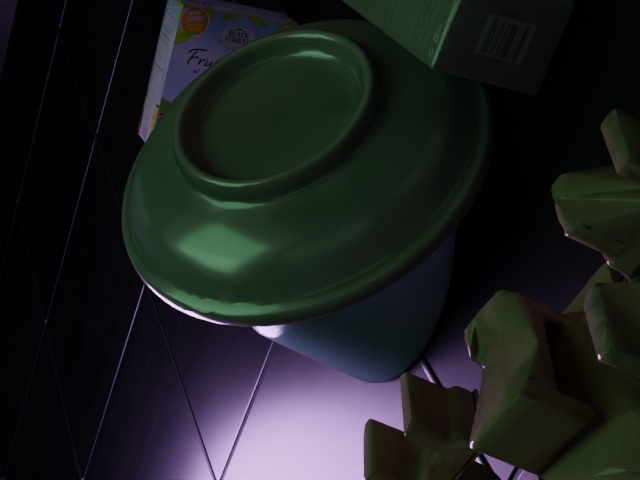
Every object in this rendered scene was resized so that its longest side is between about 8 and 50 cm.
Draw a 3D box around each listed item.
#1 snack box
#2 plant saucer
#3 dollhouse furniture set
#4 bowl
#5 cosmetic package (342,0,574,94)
[{"bbox_3d":[-0.141,-0.220,1.637,0.070,0.174,0.207,46,126,56],"label":"snack box"},{"bbox_3d":[-0.032,-0.103,1.193,0.100,0.400,0.400,61,-175,-47],"label":"plant saucer"},{"bbox_3d":[0.229,0.189,0.814,0.362,0.256,0.394,-56,18,31],"label":"dollhouse furniture set"},{"bbox_3d":[0.000,0.000,1.327,0.311,0.163,0.311,-18,70,61],"label":"bowl"},{"bbox_3d":[0.123,-0.236,1.166,0.238,0.127,0.107,53,129,52],"label":"cosmetic package"}]
